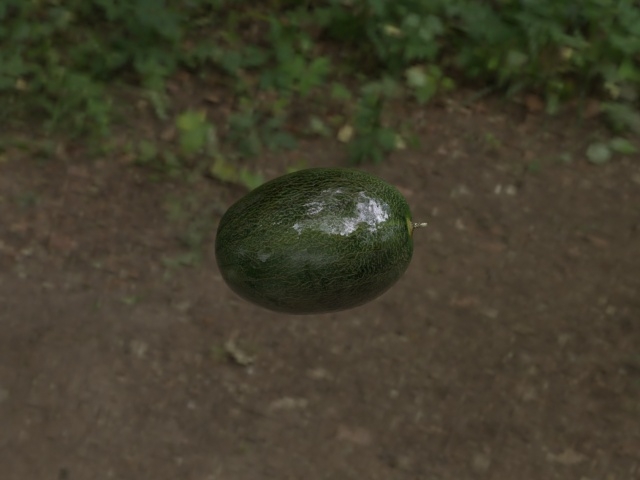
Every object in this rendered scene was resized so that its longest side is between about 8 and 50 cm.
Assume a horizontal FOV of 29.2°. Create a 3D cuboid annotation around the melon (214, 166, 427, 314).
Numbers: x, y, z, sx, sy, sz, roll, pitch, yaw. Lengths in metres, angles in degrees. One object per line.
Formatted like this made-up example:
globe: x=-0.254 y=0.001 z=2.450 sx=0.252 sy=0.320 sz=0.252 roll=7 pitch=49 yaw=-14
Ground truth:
melon: x=0.000 y=0.000 z=0.948 sx=0.167 sy=0.114 sz=0.114 roll=-8 pitch=12 yaw=16
